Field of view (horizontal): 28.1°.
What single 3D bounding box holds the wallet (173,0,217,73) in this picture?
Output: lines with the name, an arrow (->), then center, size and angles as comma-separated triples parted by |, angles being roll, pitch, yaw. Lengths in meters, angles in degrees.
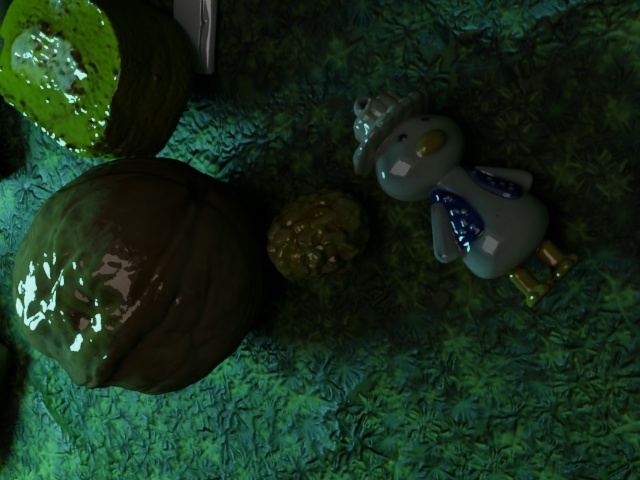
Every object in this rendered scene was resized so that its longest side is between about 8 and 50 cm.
wallet -> -0.151, -0.263, 1.539 | 0.061, 0.025, 0.122 | 12, 108, 25

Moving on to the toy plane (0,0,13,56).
toy plane -> -0.467, -0.338, 1.652 | 0.267, 0.122, 0.267 | 1, 107, 3

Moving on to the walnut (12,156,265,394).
walnut -> -0.216, 0.048, 1.515 | 0.313, 0.277, 0.252 | -56, 39, 35

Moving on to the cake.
cake -> -0.278, -0.217, 1.552 | 0.260, 0.156, 0.179 | 36, 111, 32

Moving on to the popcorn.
popcorn -> 0.000, 0.000, 1.451 | 0.116, 0.120, 0.106 | 18, 145, 36

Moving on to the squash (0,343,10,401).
squash -> -0.503, 0.251, 1.873 | 0.066, 0.066, 0.229 | 31, 115, 24

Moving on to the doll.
doll -> 0.141, -0.055, 1.339 | 0.138, 0.119, 0.293 | -42, 74, -11

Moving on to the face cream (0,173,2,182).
face cream -> -0.500, -0.206, 1.751 | 0.078, 0.078, 0.273 | -3, 100, 34
